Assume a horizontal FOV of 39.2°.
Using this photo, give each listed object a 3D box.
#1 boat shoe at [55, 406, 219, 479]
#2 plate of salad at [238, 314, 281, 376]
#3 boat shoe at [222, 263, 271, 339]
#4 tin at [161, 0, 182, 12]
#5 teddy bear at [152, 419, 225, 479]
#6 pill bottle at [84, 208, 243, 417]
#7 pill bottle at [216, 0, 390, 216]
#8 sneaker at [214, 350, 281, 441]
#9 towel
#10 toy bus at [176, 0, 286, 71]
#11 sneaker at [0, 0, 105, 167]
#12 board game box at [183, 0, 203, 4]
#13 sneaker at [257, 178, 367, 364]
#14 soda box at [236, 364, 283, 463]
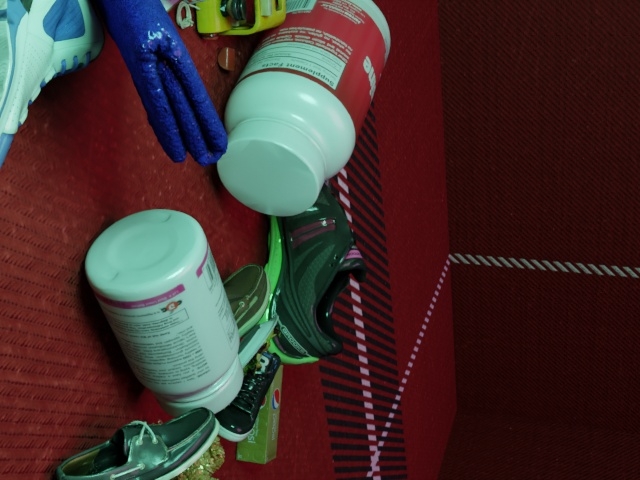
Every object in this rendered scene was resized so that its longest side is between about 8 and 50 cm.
[{"bbox_3d":[-0.235,0.277,1.184,0.233,0.084,0.079,-25,116,-31],"label":"boat shoe"},{"bbox_3d":[-0.129,0.205,1.483,0.200,0.048,0.200,-48,-175,5],"label":"plate of salad"},{"bbox_3d":[-0.156,0.112,1.481,0.257,0.095,0.095,-64,145,-47],"label":"boat shoe"},{"bbox_3d":[-0.220,-0.385,1.272,0.190,0.040,0.106,-62,154,-50],"label":"tin"},{"bbox_3d":[-0.214,0.397,1.351,0.338,0.113,0.245,35,59,-68],"label":"teddy bear"},{"bbox_3d":[-0.203,0.110,1.238,0.160,0.160,0.283,-67,154,-43],"label":"pill bottle"},{"bbox_3d":[-0.030,-0.246,1.556,0.229,0.229,0.408,74,28,-46],"label":"pill bottle"},{"bbox_3d":[-0.125,0.247,1.546,0.217,0.079,0.121,-70,-174,-74],"label":"sneaker"},{"bbox_3d":[-0.213,-0.245,1.020,0.308,0.076,0.228,60,-4,32],"label":"towel"},{"bbox_3d":[-0.126,-0.377,1.437,0.191,0.104,0.202,58,40,-59],"label":"toy bus"},{"bbox_3d":[-0.304,-0.194,0.928,0.182,0.127,0.316,36,59,-65],"label":"sneaker"},{"bbox_3d":[-0.199,-0.497,1.191,0.193,0.053,0.305,40,45,-67],"label":"board game box"},{"bbox_3d":[0.000,0.000,1.735,0.185,0.202,0.483,7,88,-72],"label":"sneaker"},{"bbox_3d":[-0.114,0.323,1.692,0.058,0.061,0.181,0,95,-72],"label":"soda box"}]
